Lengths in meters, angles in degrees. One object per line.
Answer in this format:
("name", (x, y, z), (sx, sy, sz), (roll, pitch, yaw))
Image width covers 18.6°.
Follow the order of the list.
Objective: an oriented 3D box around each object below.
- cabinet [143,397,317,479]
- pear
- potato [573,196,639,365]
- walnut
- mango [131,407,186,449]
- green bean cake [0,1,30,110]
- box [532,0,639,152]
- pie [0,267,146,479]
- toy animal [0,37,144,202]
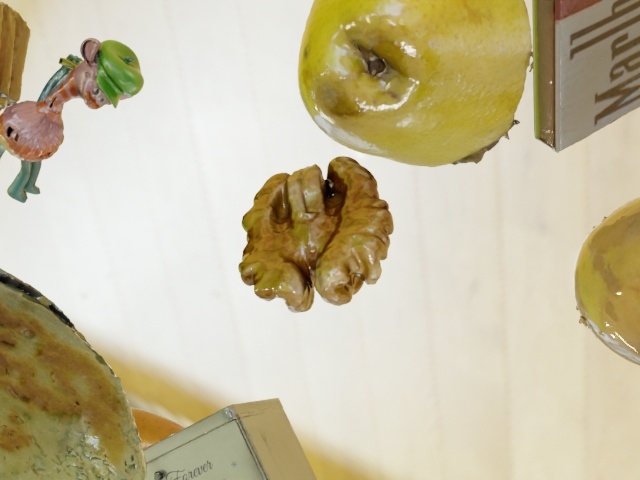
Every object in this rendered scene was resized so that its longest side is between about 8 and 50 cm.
("cabinet", (-0.067, 0.245, 1.482), (0.206, 0.145, 0.150), (64, -170, 8))
("pear", (0.057, -0.170, 1.846), (0.267, 0.178, 0.267), (18, 121, 32))
("potato", (0.310, 0.043, 1.667), (0.234, 0.146, 0.150), (17, 137, 60))
("walnut", (0.000, 0.000, 1.729), (0.143, 0.170, 0.069), (-13, 131, 13))
("mango", (-0.197, 0.224, 1.838), (0.217, 0.141, 0.102), (15, 167, -4))
("green bean cake", (-0.440, -0.219, 2.062), (0.224, 0.131, 0.229), (7, 170, 12))
("box", (0.198, -0.159, 1.370), (0.036, 0.115, 0.177), (40, 148, 40))
("pie", (-0.200, 0.100, 1.052), (0.240, 0.240, 0.054), (39, 125, -3))
("toy animal", (-0.272, -0.134, 2.031), (0.100, 0.103, 0.208), (28, 121, -28))
